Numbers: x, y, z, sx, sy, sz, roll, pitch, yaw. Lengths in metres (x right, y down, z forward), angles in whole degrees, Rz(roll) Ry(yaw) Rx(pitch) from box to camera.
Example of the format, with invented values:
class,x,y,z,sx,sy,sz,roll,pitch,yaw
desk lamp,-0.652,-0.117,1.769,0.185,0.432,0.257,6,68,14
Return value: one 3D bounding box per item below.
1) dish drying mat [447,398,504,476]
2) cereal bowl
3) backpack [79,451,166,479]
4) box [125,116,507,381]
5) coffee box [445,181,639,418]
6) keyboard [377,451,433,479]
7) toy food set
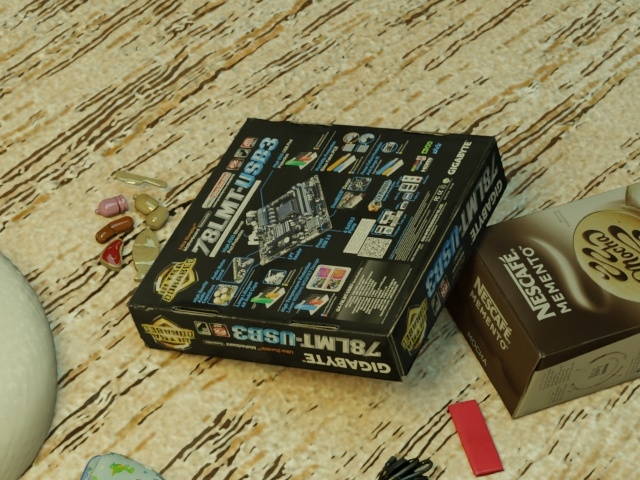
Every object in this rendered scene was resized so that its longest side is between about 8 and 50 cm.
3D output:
class,x,y,z,sx,sy,sz,roll,pitch,yaw
dish drying mat,0.154,0.197,1.836,0.032,0.008,0.083,-9,56,-17
cereal bowl,-0.411,0.098,1.710,0.339,0.141,0.339,6,51,-8
backpack,-0.173,0.255,1.672,0.114,0.084,0.105,22,54,2
box,0.000,0.000,1.843,0.293,0.073,0.295,4,44,28
coffee box,0.297,0.050,1.909,0.297,0.119,0.168,-16,58,-23
keyboard,0.066,0.307,1.718,0.317,0.033,0.201,-25,61,-29
toy food set,-0.200,-0.012,1.919,0.078,0.019,0.122,13,59,-1
